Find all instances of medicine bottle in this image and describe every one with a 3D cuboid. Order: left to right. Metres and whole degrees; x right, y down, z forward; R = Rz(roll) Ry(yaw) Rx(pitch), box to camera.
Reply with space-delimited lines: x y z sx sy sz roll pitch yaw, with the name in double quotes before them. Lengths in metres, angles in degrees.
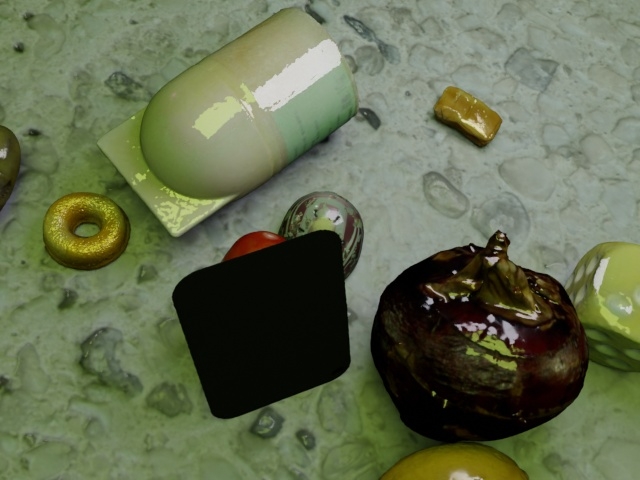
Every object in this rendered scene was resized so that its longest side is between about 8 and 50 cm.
"medicine bottle" -0.156 -0.200 1.294 0.406 0.236 0.236 -38 76 -17

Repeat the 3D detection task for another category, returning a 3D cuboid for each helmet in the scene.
"helmet" 0.004 -0.011 1.306 0.153 0.107 0.177 15 68 -2

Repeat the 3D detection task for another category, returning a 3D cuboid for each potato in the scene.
"potato" -0.606 -0.116 1.283 0.154 0.137 0.201 27 66 -27

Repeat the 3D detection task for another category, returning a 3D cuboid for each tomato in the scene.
"tomato" -0.108 0.079 1.215 0.136 0.195 0.195 35 70 -1

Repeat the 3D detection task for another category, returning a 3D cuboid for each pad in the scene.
"pad" -0.113 0.131 1.124 0.314 0.376 0.063 -19 48 -13

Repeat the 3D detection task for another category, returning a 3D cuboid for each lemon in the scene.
"lemon" 0.189 0.416 1.094 0.263 0.236 0.236 -42 77 5

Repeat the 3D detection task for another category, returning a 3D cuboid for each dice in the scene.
"dice" 0.510 0.113 1.266 0.169 0.169 0.166 26 68 5

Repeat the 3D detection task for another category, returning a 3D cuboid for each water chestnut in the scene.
"water chestnut" 0.249 0.126 1.146 0.334 0.347 0.335 5 28 -3

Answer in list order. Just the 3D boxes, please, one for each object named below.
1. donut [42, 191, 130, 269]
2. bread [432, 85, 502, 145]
"donut" -0.411 -0.021 1.301 0.151 0.058 0.152 2 69 -6
"bread" 0.284 -0.240 1.444 0.132 0.053 0.074 36 71 7
